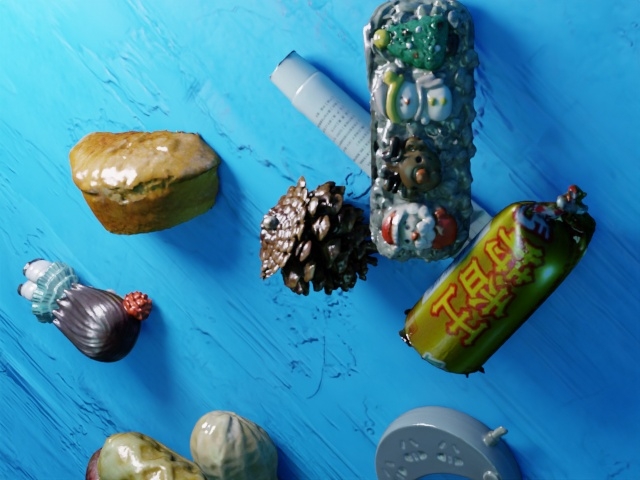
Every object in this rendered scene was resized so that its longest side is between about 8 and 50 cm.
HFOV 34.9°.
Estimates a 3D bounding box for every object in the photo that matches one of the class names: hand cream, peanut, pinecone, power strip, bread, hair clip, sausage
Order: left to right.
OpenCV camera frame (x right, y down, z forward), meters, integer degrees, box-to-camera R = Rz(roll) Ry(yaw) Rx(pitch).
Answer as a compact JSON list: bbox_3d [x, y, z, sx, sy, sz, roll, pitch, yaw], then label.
[{"bbox_3d":[-0.277,-0.082,1.488,0.260,0.134,0.129,6,121,32],"label":"bread"},{"bbox_3d":[-0.282,0.436,1.807,0.267,0.130,0.152,27,146,19],"label":"bread"},{"bbox_3d":[-0.123,0.395,1.682,0.130,0.130,0.290,2,124,34],"label":"peanut"},{"bbox_3d":[0.000,0.000,1.344,0.173,0.173,0.174,17,125,25],"label":"pinecone"},{"bbox_3d":[0.070,-0.110,1.284,0.331,0.058,0.085,44,125,4],"label":"hand cream"},{"bbox_3d":[0.115,-0.115,1.189,0.138,0.091,0.321,2,112,14],"label":"hair clip"},{"bbox_3d":[0.180,0.318,1.475,0.253,0.054,0.167,-23,103,42],"label":"power strip"},{"bbox_3d":[0.228,0.042,1.230,0.125,0.117,0.317,31,132,-6],"label":"sausage"}]

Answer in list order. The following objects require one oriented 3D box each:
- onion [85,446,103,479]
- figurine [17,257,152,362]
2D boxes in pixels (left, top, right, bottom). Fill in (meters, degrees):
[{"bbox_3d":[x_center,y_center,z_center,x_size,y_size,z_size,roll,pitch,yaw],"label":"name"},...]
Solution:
[{"bbox_3d":[-0.374,0.498,1.933,0.206,0.098,0.151,33,129,13],"label":"onion"},{"bbox_3d":[-0.403,0.107,1.713,0.245,0.110,0.138,28,106,24],"label":"figurine"}]
